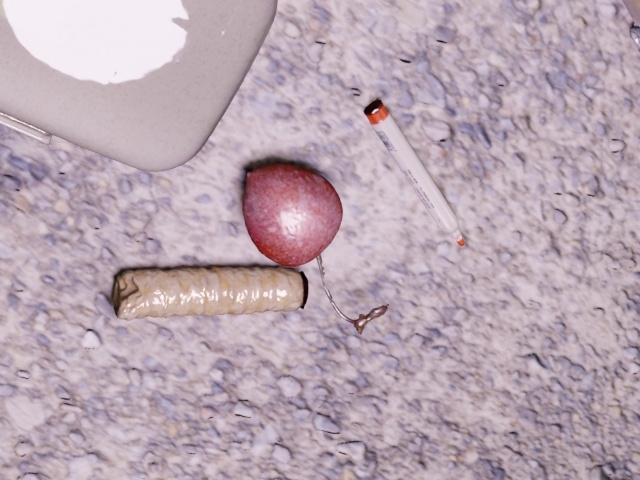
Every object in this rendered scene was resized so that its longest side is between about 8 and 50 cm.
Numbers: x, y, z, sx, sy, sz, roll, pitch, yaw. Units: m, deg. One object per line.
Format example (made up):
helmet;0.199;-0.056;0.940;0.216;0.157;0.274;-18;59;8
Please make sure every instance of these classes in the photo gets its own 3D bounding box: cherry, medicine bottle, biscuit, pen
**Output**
cherry;0.000;0.000;1.629;0.225;0.090;0.107;43;76;-25
medicine bottle;-0.239;-0.230;1.417;0.375;0.123;0.282;23;107;-28
biscuit;-0.117;0.058;1.637;0.219;0.061;0.055;-1;133;-18
pen;0.111;-0.070;1.676;0.026;0.026;0.218;-36;121;0

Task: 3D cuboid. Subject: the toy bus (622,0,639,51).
toy bus;0.367;-0.281;1.598;0.097;0.138;0.342;-37;122;1
